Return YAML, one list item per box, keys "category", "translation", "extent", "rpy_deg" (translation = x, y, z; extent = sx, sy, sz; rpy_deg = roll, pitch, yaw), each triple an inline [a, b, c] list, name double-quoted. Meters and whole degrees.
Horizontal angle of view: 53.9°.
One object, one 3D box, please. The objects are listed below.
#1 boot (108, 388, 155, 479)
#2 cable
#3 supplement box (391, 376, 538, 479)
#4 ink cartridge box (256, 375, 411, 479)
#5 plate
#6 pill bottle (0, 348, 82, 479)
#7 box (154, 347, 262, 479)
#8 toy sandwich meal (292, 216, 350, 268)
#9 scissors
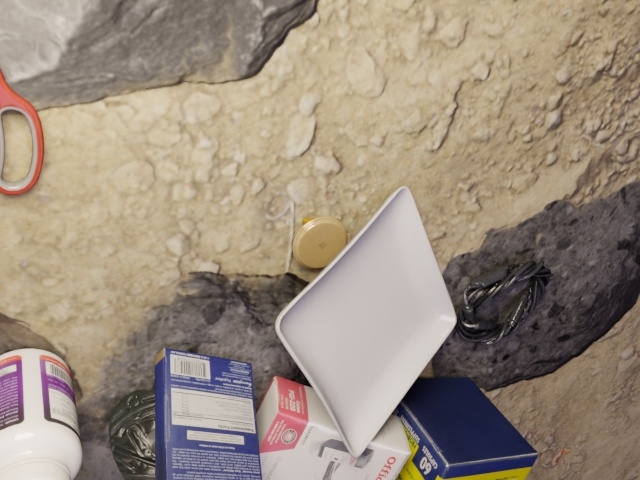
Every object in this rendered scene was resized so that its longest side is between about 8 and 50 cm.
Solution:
- category: "boot"
  translation: [-0.189, 0.333, 0.875]
  extent: [0.094, 0.246, 0.207]
  rpy_deg: [-34, 163, -14]
- category: "cable"
  translation: [0.310, 0.103, 1.040]
  extent: [0.184, 0.047, 0.151]
  rpy_deg: [-23, 126, -14]
- category: "supplement box"
  translation: [0.171, 0.435, 1.072]
  extent: [0.195, 0.194, 0.357]
  rpy_deg: [5, 115, -29]
- category: "ink cartridge box"
  translation: [0.002, 0.319, 0.944]
  extent: [0.217, 0.092, 0.159]
  rpy_deg: [21, 108, -17]
- category: "plate"
  translation: [0.070, 0.109, 0.866]
  extent: [0.277, 0.045, 0.278]
  rpy_deg: [-46, 128, -27]
- category: "pill bottle"
  translation: [-0.321, 0.217, 0.689]
  extent: [0.108, 0.193, 0.108]
  rpy_deg: [-12, 123, -20]
- category: "box"
  translation: [-0.140, 0.252, 0.791]
  extent: [0.136, 0.225, 0.036]
  rpy_deg: [19, 133, -34]
- category: "toy sandwich meal"
  translation: [0.000, 0.000, 0.832]
  extent: [0.085, 0.029, 0.086]
  rpy_deg: [-11, 121, -18]
- category: "scissors"
  translation: [-0.307, -0.180, 0.573]
  extent: [0.109, 0.021, 0.297]
  rpy_deg: [2, 116, -25]
